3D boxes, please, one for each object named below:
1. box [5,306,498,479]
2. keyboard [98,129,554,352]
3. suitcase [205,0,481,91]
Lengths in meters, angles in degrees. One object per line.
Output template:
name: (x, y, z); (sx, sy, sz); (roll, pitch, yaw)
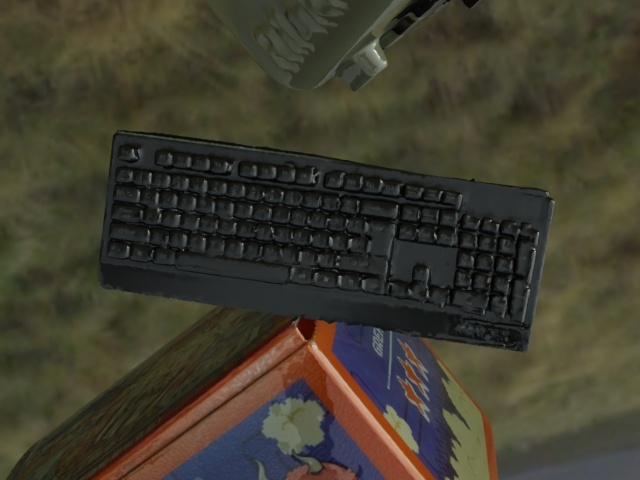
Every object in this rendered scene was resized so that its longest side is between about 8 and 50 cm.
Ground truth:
box: (-0.062, 0.207, 1.274); (0.348, 0.257, 0.318); (-36, -171, 14)
keyboard: (0.000, 0.000, 0.687); (0.196, 0.074, 0.015); (9, -178, 6)
suitcase: (-0.024, -0.262, 0.823); (0.194, 0.339, 0.351); (-38, -179, -20)
